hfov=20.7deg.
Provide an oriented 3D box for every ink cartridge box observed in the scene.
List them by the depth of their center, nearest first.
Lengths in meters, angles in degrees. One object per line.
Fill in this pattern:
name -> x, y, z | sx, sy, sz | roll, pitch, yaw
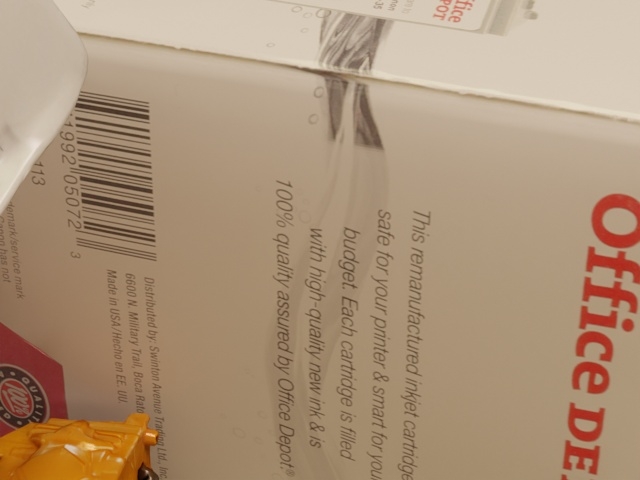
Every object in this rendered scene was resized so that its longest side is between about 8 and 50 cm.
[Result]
ink cartridge box -> 0.000, 0.000, 0.626 | 0.283, 0.207, 0.117 | 11, 37, 13

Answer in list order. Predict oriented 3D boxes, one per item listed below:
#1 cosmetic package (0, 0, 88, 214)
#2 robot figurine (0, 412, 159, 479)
cosmetic package -> -0.344, -0.040, 0.419 | 0.394, 0.327, 0.329 | 8, 59, 35
robot figurine -> -0.153, 0.149, 0.511 | 0.211, 0.085, 0.291 | 7, 34, 10
